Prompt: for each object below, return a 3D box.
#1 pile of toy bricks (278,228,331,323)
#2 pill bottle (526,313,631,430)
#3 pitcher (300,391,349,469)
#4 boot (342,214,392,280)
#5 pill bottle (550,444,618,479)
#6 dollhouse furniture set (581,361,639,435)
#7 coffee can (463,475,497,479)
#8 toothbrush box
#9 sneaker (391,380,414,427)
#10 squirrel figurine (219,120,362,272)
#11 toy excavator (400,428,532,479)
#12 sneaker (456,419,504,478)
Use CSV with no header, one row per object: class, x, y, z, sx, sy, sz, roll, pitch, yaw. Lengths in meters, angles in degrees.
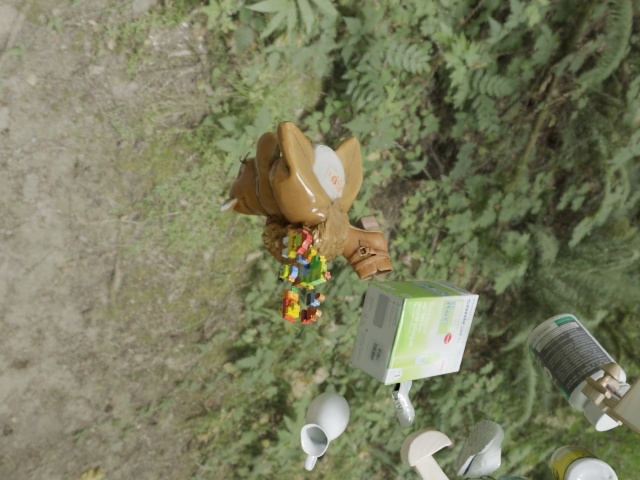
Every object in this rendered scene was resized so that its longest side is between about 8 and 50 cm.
pile of toy bricks,-0.022,0.081,1.406,0.118,0.105,0.212,29,51,-39
pill bottle,0.879,0.437,2.091,0.204,0.361,0.204,-14,134,-15
pitcher,0.005,0.556,1.834,0.207,0.126,0.177,-45,151,-64
boot,0.100,0.044,2.171,0.284,0.220,0.109,-11,159,-19
pill bottle,0.631,0.567,1.510,0.119,0.119,0.208,-63,169,-3
dollhouse furniture set,0.696,0.337,1.187,0.173,0.303,0.356,-51,139,3
coffee can,0.568,0.913,2.101,0.201,0.202,0.275,-59,169,-9
toothbrush box,0.226,0.210,1.481,0.283,0.122,0.206,3,104,-44
sneaker,0.222,0.442,1.730,0.061,0.054,0.152,12,68,-48
squirrel figurine,-0.098,-0.090,1.658,0.281,0.371,0.396,-8,88,-49
toy excavator,0.452,0.714,1.645,0.222,0.446,0.432,124,-36,-73
sneaker,0.443,0.560,1.660,0.090,0.095,0.235,-70,179,-46
